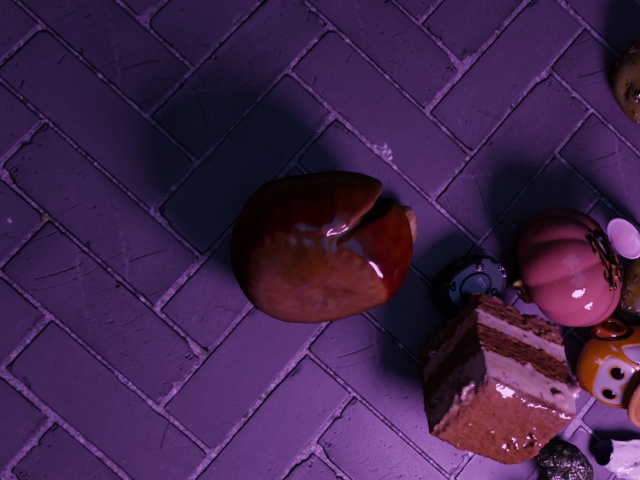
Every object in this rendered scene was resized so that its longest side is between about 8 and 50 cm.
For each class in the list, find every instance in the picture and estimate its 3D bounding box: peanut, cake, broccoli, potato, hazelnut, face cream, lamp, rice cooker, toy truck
[{"bbox_3d":[0.185,0.004,1.662,0.089,0.089,0.192,29,86,-6],"label":"peanut"},{"bbox_3d":[0.398,0.317,1.533,0.282,0.290,0.255,24,124,-9],"label":"cake"},{"bbox_3d":[0.609,0.574,1.654,0.146,0.137,0.162,-14,48,-38],"label":"broccoli"},{"bbox_3d":[0.957,-0.412,1.743,0.360,0.219,0.269,-2,79,-11],"label":"potato"},{"bbox_3d":[0.000,0.000,1.502,0.410,0.359,0.358,-10,87,-3],"label":"hazelnut"},{"bbox_3d":[0.769,-0.010,1.662,0.073,0.269,0.107,-35,76,24],"label":"face cream"},{"bbox_3d":[0.593,0.071,1.636,0.305,0.240,0.305,30,47,-39],"label":"lamp"},{"bbox_3d":[0.860,0.116,1.738,0.149,0.113,0.251,45,80,-8],"label":"potato"},{"bbox_3d":[0.375,0.110,1.662,0.203,0.118,0.142,-34,91,-6],"label":"rice cooker"},{"bbox_3d":[0.785,0.317,1.630,0.288,0.211,0.204,-1,120,-11],"label":"toy truck"}]

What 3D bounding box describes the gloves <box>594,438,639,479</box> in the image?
[{"bbox_3d":[0.814,0.559,1.706,0.229,0.097,0.119,15,88,-3],"label":"gloves"}]
